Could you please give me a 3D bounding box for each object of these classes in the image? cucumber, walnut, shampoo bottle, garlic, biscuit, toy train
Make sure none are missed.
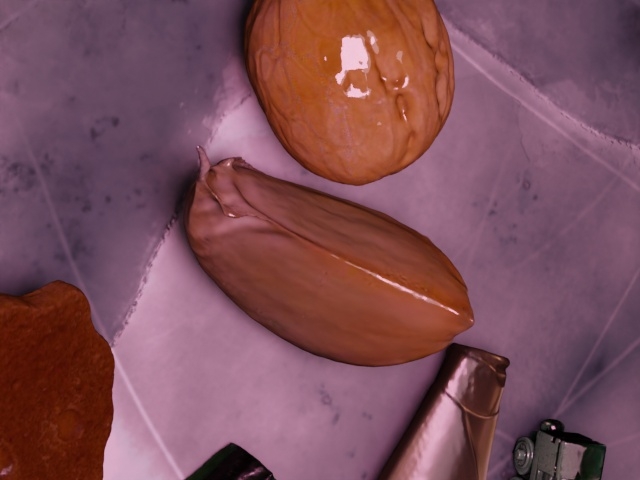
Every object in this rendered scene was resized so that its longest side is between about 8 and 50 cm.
[{"bbox_3d":[-0.087,0.276,1.918,0.115,0.062,0.116,-39,113,-19],"label":"cucumber"},{"bbox_3d":[0.029,-0.160,1.838,0.195,0.195,0.222,-28,116,-19],"label":"walnut"},{"bbox_3d":[0.105,0.274,1.994,0.125,0.084,0.350,22,87,-24],"label":"shampoo bottle"},{"bbox_3d":[-0.016,-0.004,1.838,0.338,0.196,0.151,33,68,-23],"label":"garlic"},{"bbox_3d":[-0.285,0.169,1.751,0.257,0.049,0.273,-26,128,-46],"label":"biscuit"},{"bbox_3d":[0.238,0.274,2.042,0.071,0.111,0.170,8,94,-22],"label":"toy train"}]
